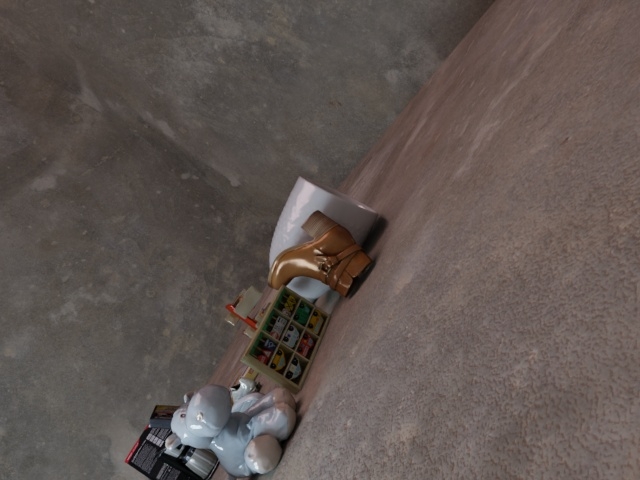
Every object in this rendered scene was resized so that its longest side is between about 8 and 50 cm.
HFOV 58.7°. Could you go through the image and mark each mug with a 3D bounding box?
[{"bbox_3d":[0.000,0.000,1.830,0.328,0.276,0.374,-64,-12,8],"label":"mug"}]

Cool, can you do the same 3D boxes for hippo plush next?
[{"bbox_3d":[-0.211,0.418,1.322,0.294,0.237,0.234,-51,9,40],"label":"hippo plush"}]

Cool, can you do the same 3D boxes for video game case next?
[{"bbox_3d":[-0.446,0.620,1.981,0.248,0.275,0.035,154,123,-77],"label":"video game case"}]

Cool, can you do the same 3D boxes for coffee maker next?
[{"bbox_3d":[-0.427,0.694,1.812,0.171,0.178,0.120,-53,6,26],"label":"coffee maker"}]

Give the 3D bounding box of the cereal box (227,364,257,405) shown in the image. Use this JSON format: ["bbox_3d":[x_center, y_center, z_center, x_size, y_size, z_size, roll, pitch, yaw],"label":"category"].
[{"bbox_3d":[-0.318,0.569,2.220,0.173,0.047,0.240,-59,7,-27],"label":"cereal box"}]

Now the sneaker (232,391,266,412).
[{"bbox_3d":[-0.214,0.488,1.641,0.258,0.094,0.091,-52,12,41],"label":"sneaker"}]

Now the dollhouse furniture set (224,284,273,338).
[{"bbox_3d":[-0.174,0.268,1.702,0.135,0.259,0.262,-55,5,-19],"label":"dollhouse furniture set"}]

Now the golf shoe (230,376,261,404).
[{"bbox_3d":[-0.278,0.530,1.955,0.176,0.086,0.069,-55,8,27],"label":"golf shoe"}]

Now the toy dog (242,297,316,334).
[{"bbox_3d":[-0.145,0.265,1.942,0.220,0.161,0.333,-50,9,42],"label":"toy dog"}]

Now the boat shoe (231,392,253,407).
[{"bbox_3d":[-0.272,0.562,1.812,0.227,0.069,0.081,-54,7,21],"label":"boat shoe"}]

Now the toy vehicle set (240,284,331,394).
[{"bbox_3d":[-0.086,0.257,1.515,0.035,0.166,0.266,-52,8,42],"label":"toy vehicle set"}]

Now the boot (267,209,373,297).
[{"bbox_3d":[-0.002,0.084,1.583,0.283,0.220,0.109,-51,-17,14],"label":"boot"}]

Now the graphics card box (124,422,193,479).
[{"bbox_3d":[-0.533,0.754,2.040,0.371,0.094,0.232,-4,48,49],"label":"graphics card box"}]
